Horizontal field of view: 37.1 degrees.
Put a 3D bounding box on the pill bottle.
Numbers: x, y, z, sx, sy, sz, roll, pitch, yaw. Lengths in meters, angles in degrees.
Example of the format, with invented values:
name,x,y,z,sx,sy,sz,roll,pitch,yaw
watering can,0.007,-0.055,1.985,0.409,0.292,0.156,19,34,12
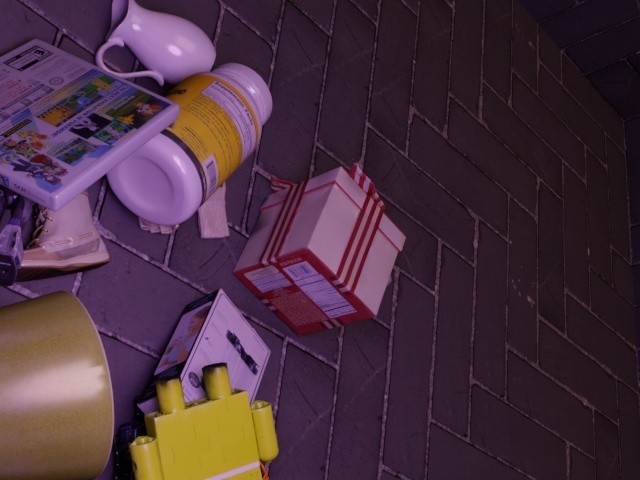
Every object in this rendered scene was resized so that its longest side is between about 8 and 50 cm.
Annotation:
name,x,y,z,sx,sy,sz,roll,pitch,yaw
pill bottle,-0.225,-0.189,1.735,0.188,0.188,0.334,56,41,-18

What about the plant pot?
name,x,y,z,sx,sy,sz,roll,pitch,yaw
plant pot,-0.471,0.222,1.286,0.293,0.274,0.275,-7,80,-37

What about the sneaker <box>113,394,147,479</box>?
name,x,y,z,sx,sy,sz,roll,pitch,yaw
sneaker,-0.305,0.359,1.553,0.090,0.081,0.232,46,37,-25

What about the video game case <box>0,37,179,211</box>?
name,x,y,z,sx,sy,sz,roll,pitch,yaw
video game case,-0.436,-0.195,1.508,0.300,0.036,0.329,26,40,13

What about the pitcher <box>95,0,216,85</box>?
name,x,y,z,sx,sy,sz,roll,pitch,yaw
pitcher,-0.317,-0.358,1.824,0.207,0.125,0.178,28,75,-29

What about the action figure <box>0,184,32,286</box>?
name,x,y,z,sx,sy,sz,roll,pitch,yaw
action figure,-0.469,-0.061,1.451,0.099,0.185,0.285,93,1,-51

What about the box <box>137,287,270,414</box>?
name,x,y,z,sx,sy,sz,roll,pitch,yaw
box,-0.194,0.237,1.671,0.169,0.087,0.290,53,26,-21

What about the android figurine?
name,x,y,z,sx,sy,sz,roll,pitch,yaw
android figurine,-0.179,0.338,1.502,0.248,0.056,0.273,-10,92,-34

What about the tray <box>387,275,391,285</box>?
name,x,y,z,sx,sy,sz,roll,pitch,yaw
tray,0.086,0.002,2.218,0.145,0.030,0.270,-37,104,-52

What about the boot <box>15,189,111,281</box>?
name,x,y,z,sx,sy,sz,roll,pitch,yaw
boot,-0.448,-0.025,1.542,0.213,0.077,0.165,-8,79,-52

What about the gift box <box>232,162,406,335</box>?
name,x,y,z,sx,sy,sz,roll,pitch,yaw
gift box,0.000,0.000,1.934,0.276,0.255,0.258,50,44,-29

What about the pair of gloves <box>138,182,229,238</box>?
name,x,y,z,sx,sy,sz,roll,pitch,yaw
pair of gloves,-0.267,-0.107,1.824,0.240,0.042,0.204,7,70,-48

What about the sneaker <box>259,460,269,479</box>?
name,x,y,z,sx,sy,sz,roll,pitch,yaw
sneaker,-0.128,0.438,1.728,0.215,0.083,0.084,54,39,-23
